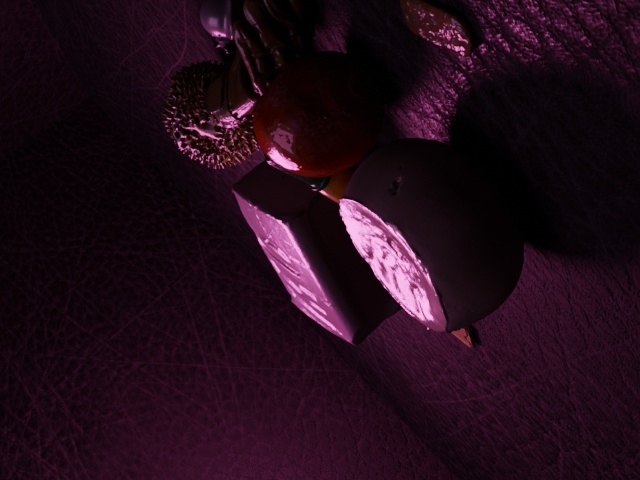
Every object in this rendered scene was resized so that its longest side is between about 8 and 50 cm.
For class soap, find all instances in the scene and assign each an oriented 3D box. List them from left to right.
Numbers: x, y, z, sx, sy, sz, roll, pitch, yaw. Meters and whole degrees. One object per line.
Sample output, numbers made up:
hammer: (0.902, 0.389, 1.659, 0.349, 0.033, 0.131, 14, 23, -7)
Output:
soap: (0.000, 0.000, 2.204, 0.350, 0.213, 0.435, 37, 160, 49)

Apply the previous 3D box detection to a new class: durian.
durian: (-0.250, -0.295, 2.204, 0.291, 0.224, 0.291, 45, 160, 22)

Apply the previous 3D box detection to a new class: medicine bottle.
medicine bottle: (0.023, -0.121, 1.801, 0.309, 0.076, 0.111, 24, -153, -38)

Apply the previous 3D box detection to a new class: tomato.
tomato: (0.001, -0.204, 1.609, 0.189, 0.232, 0.232, 57, 169, 14)

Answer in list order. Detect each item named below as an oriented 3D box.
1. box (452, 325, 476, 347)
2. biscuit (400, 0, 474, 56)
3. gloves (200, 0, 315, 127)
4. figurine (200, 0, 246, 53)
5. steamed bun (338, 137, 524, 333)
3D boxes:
box: (0.292, 0.180, 2.119, 0.149, 0.020, 0.073, 40, 162, 41)
biscuit: (0.158, -0.294, 1.285, 0.147, 0.018, 0.071, 37, 160, 44)
gloves: (-0.100, -0.326, 1.671, 0.141, 0.154, 0.331, 44, 140, -1)
figurine: (-0.173, -0.443, 1.745, 0.147, 0.126, 0.193, -130, 39, -61)
steamed bun: (0.188, -0.019, 1.509, 0.324, 0.206, 0.324, 50, 167, 16)
